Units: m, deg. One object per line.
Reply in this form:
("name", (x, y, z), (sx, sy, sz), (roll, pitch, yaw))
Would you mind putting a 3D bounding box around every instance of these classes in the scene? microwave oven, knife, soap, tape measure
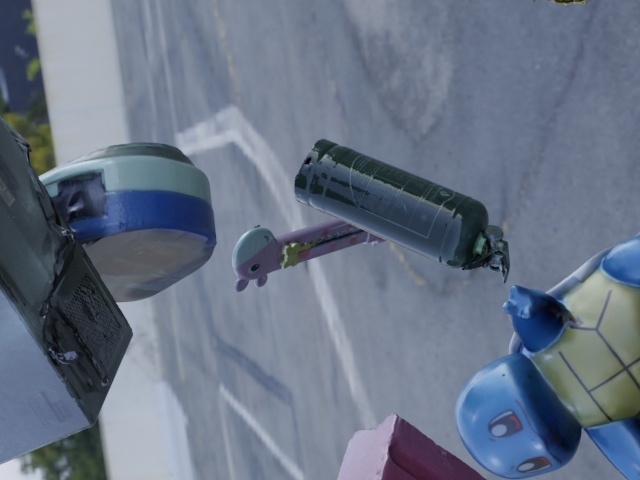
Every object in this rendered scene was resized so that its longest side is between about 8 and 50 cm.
("microwave oven", (-0.468, 0.042, 1.399), (0.432, 0.374, 0.236), (62, -165, -20))
("knife", (0.001, 0.000, 2.177), (0.038, 0.398, 0.132), (38, 130, 36))
("soap", (0.188, 0.447, 1.735), (0.128, 0.359, 0.233), (-38, 23, 41))
("tape measure", (-0.281, -0.027, 1.652), (0.262, 0.259, 0.138), (-27, 68, 31))

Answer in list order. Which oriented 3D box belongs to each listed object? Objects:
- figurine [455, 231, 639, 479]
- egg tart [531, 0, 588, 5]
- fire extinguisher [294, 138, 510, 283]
("figurine", (0.340, 0.109, 1.379), (0.298, 0.416, 0.243), (53, 162, -19))
("egg tart", (0.259, -0.368, 1.327), (0.341, 0.132, 0.341), (38, 173, 5))
("fire extinguisher", (0.115, -0.033, 1.534), (0.114, 0.311, 0.095), (-43, -31, -49))
